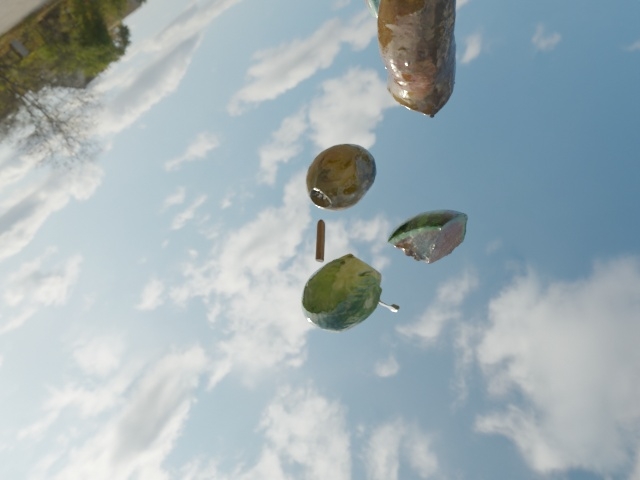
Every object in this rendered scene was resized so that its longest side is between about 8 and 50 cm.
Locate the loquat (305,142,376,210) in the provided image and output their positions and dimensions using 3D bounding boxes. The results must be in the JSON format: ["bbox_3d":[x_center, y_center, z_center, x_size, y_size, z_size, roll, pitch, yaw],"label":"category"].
[{"bbox_3d":[0.059,-0.184,1.466,0.179,0.179,0.227,6,-136,46],"label":"loquat"}]

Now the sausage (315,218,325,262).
[{"bbox_3d":[0.000,0.000,1.345,0.026,0.026,0.116,-12,-114,33],"label":"sausage"}]

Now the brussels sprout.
[{"bbox_3d":[0.043,0.117,1.106,0.180,0.162,0.144,-64,-168,9],"label":"brussels sprout"}]

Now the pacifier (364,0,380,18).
[{"bbox_3d":[0.199,-0.588,1.092,0.269,0.343,0.288,-7,-117,29],"label":"pacifier"}]

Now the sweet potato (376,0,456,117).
[{"bbox_3d":[0.140,-0.333,0.756,0.131,0.336,0.131,-7,-118,12],"label":"sweet potato"}]

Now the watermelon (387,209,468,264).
[{"bbox_3d":[0.292,-0.038,1.273,0.231,0.128,0.146,-20,158,-42],"label":"watermelon"}]

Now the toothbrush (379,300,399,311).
[{"bbox_3d":[0.150,0.160,1.377,0.017,0.014,0.194,-31,-158,-22],"label":"toothbrush"}]
